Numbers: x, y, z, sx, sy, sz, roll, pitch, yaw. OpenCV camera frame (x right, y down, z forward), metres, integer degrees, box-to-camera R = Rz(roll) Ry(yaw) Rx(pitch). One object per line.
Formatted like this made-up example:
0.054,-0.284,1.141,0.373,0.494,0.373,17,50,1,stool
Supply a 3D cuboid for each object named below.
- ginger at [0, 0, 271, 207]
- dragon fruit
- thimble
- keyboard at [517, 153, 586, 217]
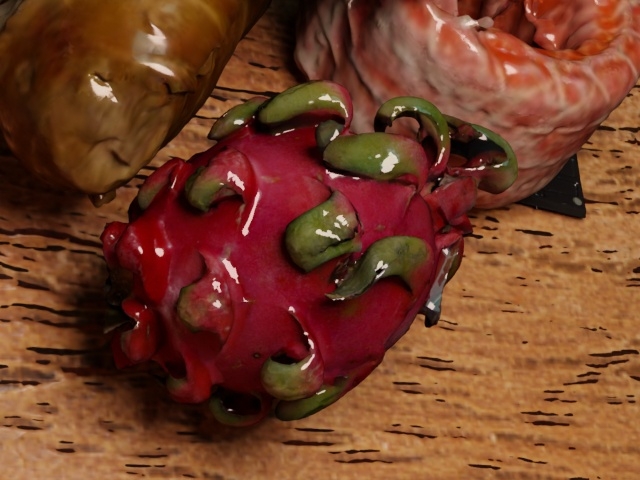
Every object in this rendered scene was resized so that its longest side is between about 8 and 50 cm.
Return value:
-0.133,-0.204,1.120,0.254,0.176,0.418,29,50,-8,ginger
-0.010,0.000,1.071,0.273,0.198,0.218,-35,130,-60,dragon fruit
0.106,-0.153,1.233,0.239,0.162,0.239,18,51,-23,thimble
0.115,-0.062,1.295,0.198,0.010,0.063,12,56,-26,keyboard
